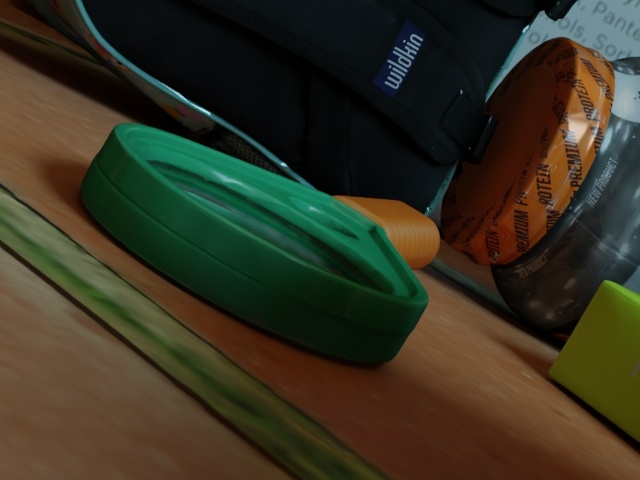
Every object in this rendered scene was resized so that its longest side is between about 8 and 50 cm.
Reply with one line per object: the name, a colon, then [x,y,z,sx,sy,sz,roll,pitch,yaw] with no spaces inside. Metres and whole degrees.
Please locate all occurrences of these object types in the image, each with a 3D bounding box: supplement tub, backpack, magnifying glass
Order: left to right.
backpack: [-0.018,-0.116,0.608,0.188,0.166,0.144,28,6,-36]
magnifying glass: [0.000,0.000,0.480,0.092,0.026,0.231,31,10,12]
supplement tub: [0.150,0.004,0.641,0.190,0.117,0.117,28,8,-16]

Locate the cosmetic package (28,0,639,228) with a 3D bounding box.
cosmetic package: [0.078,-0.234,0.865,0.327,0.394,0.329,28,9,-12]

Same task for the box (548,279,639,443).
box: [0.163,0.079,0.498,0.109,0.042,0.178,23,9,-37]
